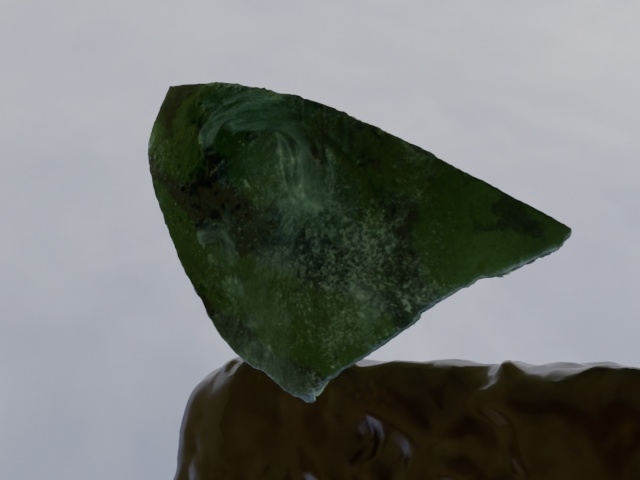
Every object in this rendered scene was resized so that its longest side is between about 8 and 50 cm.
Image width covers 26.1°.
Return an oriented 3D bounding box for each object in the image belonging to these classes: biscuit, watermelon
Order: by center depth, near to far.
[{"bbox_3d":[-0.006,-0.005,0.498,0.155,0.080,0.101,36,-92,7],"label":"watermelon"},{"bbox_3d":[0.092,0.220,0.654,0.395,0.166,0.342,-4,-102,36],"label":"biscuit"}]
